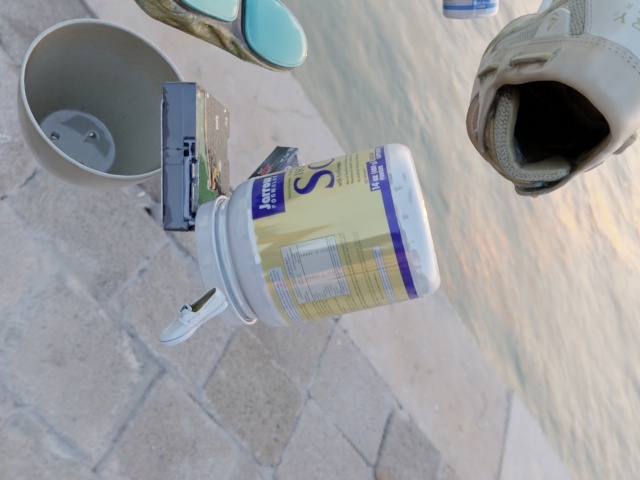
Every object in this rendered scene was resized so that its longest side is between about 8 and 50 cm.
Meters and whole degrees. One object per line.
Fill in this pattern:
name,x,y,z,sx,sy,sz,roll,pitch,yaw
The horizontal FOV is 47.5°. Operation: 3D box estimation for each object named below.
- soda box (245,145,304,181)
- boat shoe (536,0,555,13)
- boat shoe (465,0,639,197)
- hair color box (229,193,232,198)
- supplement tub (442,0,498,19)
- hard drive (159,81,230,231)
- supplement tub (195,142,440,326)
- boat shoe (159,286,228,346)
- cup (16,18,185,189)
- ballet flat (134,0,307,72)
soda box,-0.103,-0.120,1.479,0.169,0.060,0.053,-52,136,-32
boat shoe,0.343,-0.276,0.771,0.091,0.305,0.109,42,-7,38
boat shoe,0.143,-0.084,0.477,0.109,0.098,0.302,42,-5,-1
hair color box,-0.234,-0.077,1.581,0.093,0.053,0.167,16,18,-26
supplement tub,0.184,-0.329,0.889,0.071,0.071,0.107,-42,134,-54
hard drive,-0.213,-0.134,1.279,0.339,0.064,0.236,-73,163,-87
supplement tub,0.000,0.000,1.122,0.241,0.332,0.240,-13,90,-81
boat shoe,-0.166,0.094,0.924,0.035,0.100,0.035,43,-16,52
cup,-0.452,-0.232,1.444,0.331,0.237,0.330,14,64,-32
ballet flat,-0.150,-0.341,1.096,0.349,0.123,0.123,9,66,-59
